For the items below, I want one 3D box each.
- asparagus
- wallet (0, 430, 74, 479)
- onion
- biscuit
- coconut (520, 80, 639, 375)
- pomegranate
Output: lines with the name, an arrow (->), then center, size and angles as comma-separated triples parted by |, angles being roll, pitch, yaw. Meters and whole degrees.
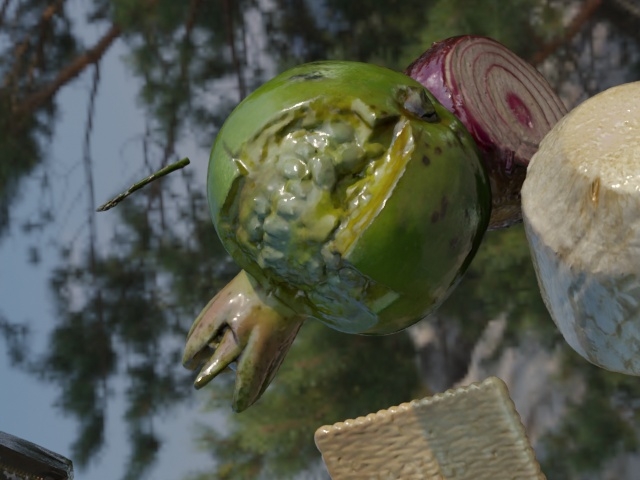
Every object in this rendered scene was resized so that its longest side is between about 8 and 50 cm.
asparagus -> -0.269, -0.084, 1.942 | 0.016, 0.163, 0.016 | 48, 161, 31
wallet -> -0.299, 0.200, 1.184 | 0.250, 0.149, 0.044 | 147, 145, -77
onion -> 0.213, -0.148, 1.945 | 0.336, 0.260, 0.282 | 2, -118, -46
biscuit -> 0.127, 0.258, 1.498 | 0.160, 0.249, 0.030 | 65, -157, -8
coconut -> 0.359, -0.004, 1.367 | 0.329, 0.328, 0.329 | -4, -90, -89
pomegranate -> 0.000, 0.000, 1.039 | 0.302, 0.236, 0.236 | -56, 11, 15
